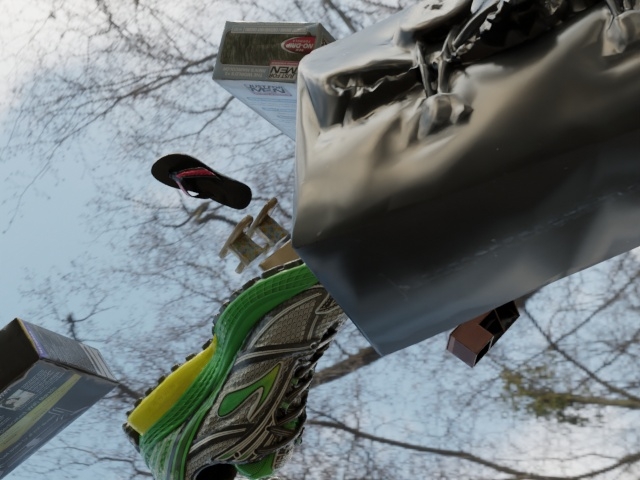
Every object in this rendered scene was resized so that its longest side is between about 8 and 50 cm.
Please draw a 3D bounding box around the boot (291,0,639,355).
[{"bbox_3d":[0.204,-0.153,0.443,0.146,0.445,0.367,52,-151,-19],"label":"boot"}]

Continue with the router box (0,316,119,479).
[{"bbox_3d":[-0.489,0.263,1.327,0.308,0.243,0.081,-39,-112,-1],"label":"router box"}]

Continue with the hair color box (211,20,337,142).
[{"bbox_3d":[-0.015,-0.264,1.602,0.374,0.185,0.114,28,-108,-62],"label":"hair color box"}]

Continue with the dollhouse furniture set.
[{"bbox_3d":[0.000,0.000,1.476,0.212,0.161,0.242,42,-140,7],"label":"dollhouse furniture set"}]

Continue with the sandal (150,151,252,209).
[{"bbox_3d":[-0.202,-0.098,1.512,0.179,0.067,0.040,21,-150,-6],"label":"sandal"}]

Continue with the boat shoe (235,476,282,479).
[{"bbox_3d":[-0.080,0.427,1.475,0.083,0.226,0.076,-3,-80,-40],"label":"boat shoe"}]

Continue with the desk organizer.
[{"bbox_3d":[0.248,0.127,1.332,0.050,0.047,0.130,36,-120,23],"label":"desk organizer"}]

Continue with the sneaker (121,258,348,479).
[{"bbox_3d":[-0.045,0.141,0.877,0.134,0.343,0.146,5,-137,-56],"label":"sneaker"}]
